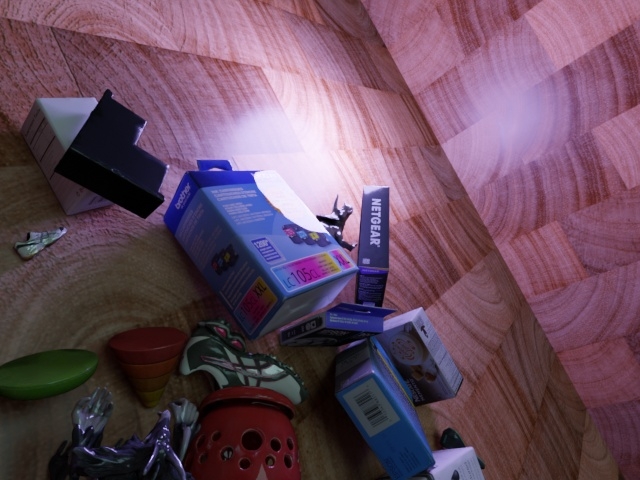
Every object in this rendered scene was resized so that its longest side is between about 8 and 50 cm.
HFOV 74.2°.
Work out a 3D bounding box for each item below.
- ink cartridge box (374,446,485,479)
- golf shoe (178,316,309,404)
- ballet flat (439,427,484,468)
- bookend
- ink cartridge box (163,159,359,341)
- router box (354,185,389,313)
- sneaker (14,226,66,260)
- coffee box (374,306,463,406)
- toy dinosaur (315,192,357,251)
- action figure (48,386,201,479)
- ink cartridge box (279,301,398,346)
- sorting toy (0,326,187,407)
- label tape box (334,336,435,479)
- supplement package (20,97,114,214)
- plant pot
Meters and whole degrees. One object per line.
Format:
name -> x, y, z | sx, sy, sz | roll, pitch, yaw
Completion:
ink cartridge box -> 0.236, 0.662, 0.926 | 0.395, 0.166, 0.285 | 6, 61, -47
golf shoe -> -0.149, 0.267, 0.833 | 0.273, 0.105, 0.120 | 39, 56, -16
ballet flat -> 0.412, 0.633, 1.245 | 0.203, 0.074, 0.074 | 51, 37, -21
bookend -> -0.335, -0.147, 0.729 | 0.156, 0.072, 0.157 | 33, 44, -33
ink cartridge box -> -0.142, -0.013, 0.919 | 0.395, 0.151, 0.270 | 48, 32, 19
router box -> 0.148, 0.033, 1.219 | 0.081, 0.242, 0.308 | 4, 48, 5
sneaker -> -0.459, -0.004, 0.696 | 0.037, 0.032, 0.083 | 49, 37, -13
coffee box -> 0.285, 0.340, 1.235 | 0.098, 0.141, 0.246 | -30, 90, -54
toy dinosaur -> 0.000, 0.000, 1.189 | 0.160, 0.121, 0.314 | 49, 40, 6
action figure -> -0.249, 0.264, 0.546 | 0.164, 0.276, 0.140 | 32, 45, -32
ink cartridge box -> 0.047, 0.204, 0.992 | 0.206, 0.208, 0.045 | 15, 54, -43
sorting toy -> -0.365, 0.229, 0.614 | 0.366, 0.127, 0.126 | -8, 101, -49
label tape box -> 0.143, 0.376, 1.040 | 0.240, 0.106, 0.333 | 57, 5, -3
supplement package -> -0.435, -0.154, 0.768 | 0.105, 0.105, 0.179 | -28, 89, -53
plant pot -> -0.125, 0.349, 0.707 | 0.191, 0.191, 0.174 | 32, 42, -32
